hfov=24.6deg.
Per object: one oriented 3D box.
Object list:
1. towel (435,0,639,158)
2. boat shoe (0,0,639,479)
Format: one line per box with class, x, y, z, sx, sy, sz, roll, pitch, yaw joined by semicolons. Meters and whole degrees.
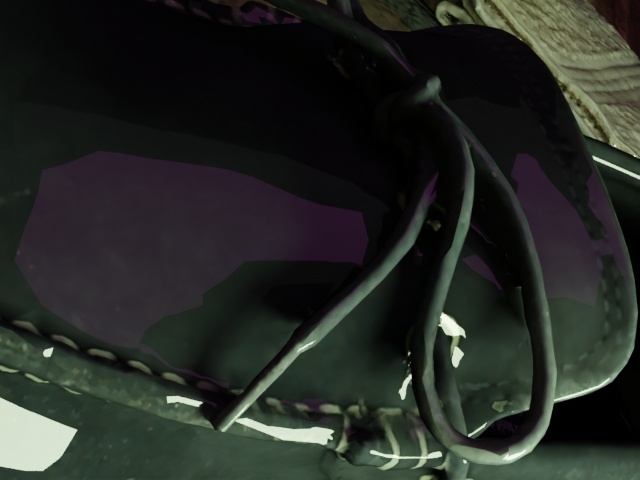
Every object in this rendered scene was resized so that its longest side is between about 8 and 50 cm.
towel;0.202;-0.117;1.086;0.187;0.049;0.282;51;25;12
boat shoe;0.000;0.000;0.431;0.500;0.156;0.187;22;44;-43
